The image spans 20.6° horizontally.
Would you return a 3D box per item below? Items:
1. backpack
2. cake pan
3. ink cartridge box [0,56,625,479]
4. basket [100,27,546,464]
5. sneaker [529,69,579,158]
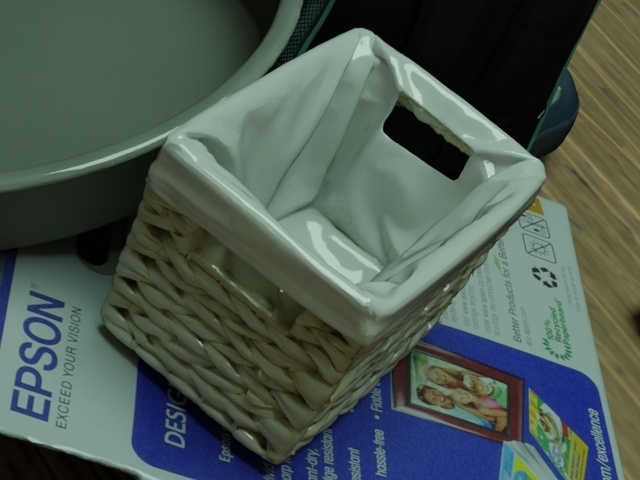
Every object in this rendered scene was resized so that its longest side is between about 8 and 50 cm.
[{"bbox_3d":[0.052,-0.134,0.873,0.166,0.188,0.144,10,38,-30],"label":"backpack"},{"bbox_3d":[-0.153,-0.095,0.799,0.293,0.054,0.293,0,41,0],"label":"cake pan"},{"bbox_3d":[-0.008,0.042,0.828,0.307,0.072,0.304,18,37,-15],"label":"ink cartridge box"},{"bbox_3d":[0.000,0.000,0.737,0.113,0.103,0.167,39,35,11],"label":"basket"},{"bbox_3d":[0.042,-0.129,1.024,0.319,0.131,0.112,7,40,-33],"label":"sneaker"}]
